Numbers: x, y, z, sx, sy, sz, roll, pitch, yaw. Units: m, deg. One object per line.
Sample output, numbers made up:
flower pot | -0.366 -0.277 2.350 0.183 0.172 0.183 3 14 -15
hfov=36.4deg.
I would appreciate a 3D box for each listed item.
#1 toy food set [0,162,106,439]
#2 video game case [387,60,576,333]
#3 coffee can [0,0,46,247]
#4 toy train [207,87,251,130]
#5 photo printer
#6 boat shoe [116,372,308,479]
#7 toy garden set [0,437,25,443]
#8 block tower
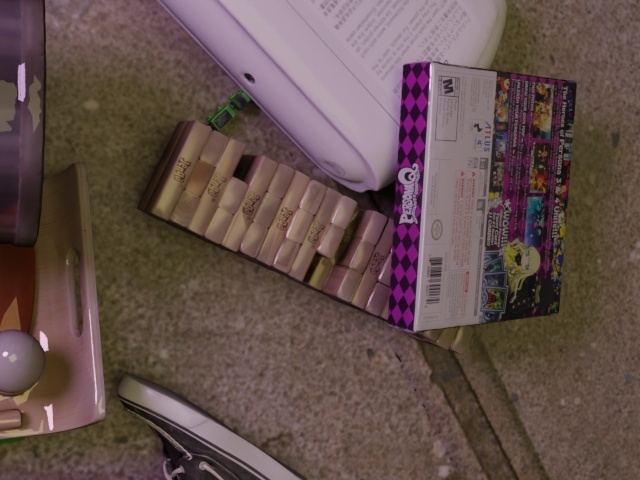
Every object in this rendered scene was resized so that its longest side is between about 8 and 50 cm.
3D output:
toy food set | -0.327 0.047 0.741 0.306 0.092 0.219 -2 74 -23
video game case | 0.153 -0.039 0.893 0.210 0.042 0.232 -3 98 -41
coffee can | -0.335 -0.096 0.659 0.275 0.201 0.201 0 94 -19
toy train | -0.073 -0.133 0.909 0.083 0.024 0.017 -46 109 -13
photo printer | 0.023 -0.216 0.886 0.307 0.107 0.256 44 68 -20
boat shoe | -0.105 0.201 0.896 0.219 0.078 0.070 39 79 -23
toy garden set | -0.372 0.172 0.800 0.244 0.049 0.203 -5 95 -23
block tower | 0.000 0.000 0.915 0.335 0.091 0.097 27 85 -23
